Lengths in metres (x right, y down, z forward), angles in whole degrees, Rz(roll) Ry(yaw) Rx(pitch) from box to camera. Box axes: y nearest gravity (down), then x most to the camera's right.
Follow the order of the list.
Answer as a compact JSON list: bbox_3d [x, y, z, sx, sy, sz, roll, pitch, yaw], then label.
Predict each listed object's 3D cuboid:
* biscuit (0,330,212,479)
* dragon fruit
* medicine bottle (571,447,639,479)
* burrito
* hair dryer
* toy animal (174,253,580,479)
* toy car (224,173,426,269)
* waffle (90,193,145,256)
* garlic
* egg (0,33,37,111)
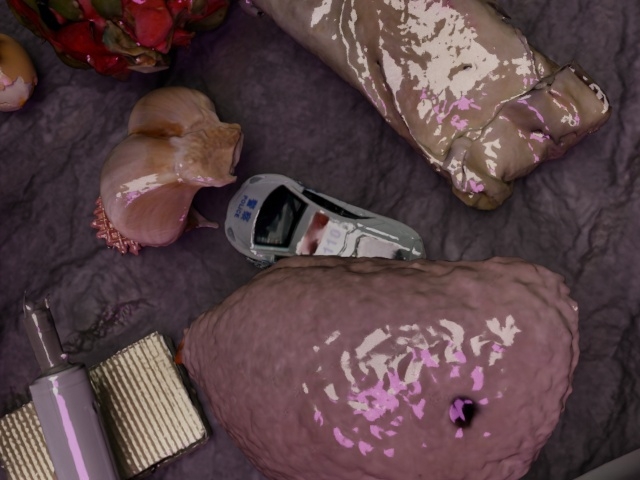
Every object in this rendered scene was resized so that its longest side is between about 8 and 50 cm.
[{"bbox_3d":[-0.214,0.187,0.807,0.199,0.040,0.121,-28,75,2],"label":"biscuit"},{"bbox_3d":[-0.207,-0.297,0.805,0.231,0.237,0.303,-29,56,-15],"label":"dragon fruit"},{"bbox_3d":[0.303,0.352,0.590,0.219,0.219,0.389,-29,75,4],"label":"medicine bottle"},{"bbox_3d":[0.099,-0.181,0.789,0.347,0.107,0.175,43,83,16],"label":"burrito"},{"bbox_3d":[-0.215,0.216,0.735,0.172,0.107,0.358,-16,91,5],"label":"hair dryer"},{"bbox_3d":[0.031,0.126,0.688,0.358,0.188,0.227,1,108,32],"label":"toy animal"},{"bbox_3d":[0.000,0.000,0.796,0.204,0.056,0.095,23,85,12],"label":"toy car"},{"bbox_3d":[-0.197,-0.026,0.850,0.075,0.029,0.083,24,87,14],"label":"waffle"},{"bbox_3d":[-0.146,-0.076,0.811,0.124,0.099,0.175,14,54,-12],"label":"garlic"},{"bbox_3d":[-0.341,-0.182,0.884,0.071,0.071,0.083,-15,62,7],"label":"egg"}]
